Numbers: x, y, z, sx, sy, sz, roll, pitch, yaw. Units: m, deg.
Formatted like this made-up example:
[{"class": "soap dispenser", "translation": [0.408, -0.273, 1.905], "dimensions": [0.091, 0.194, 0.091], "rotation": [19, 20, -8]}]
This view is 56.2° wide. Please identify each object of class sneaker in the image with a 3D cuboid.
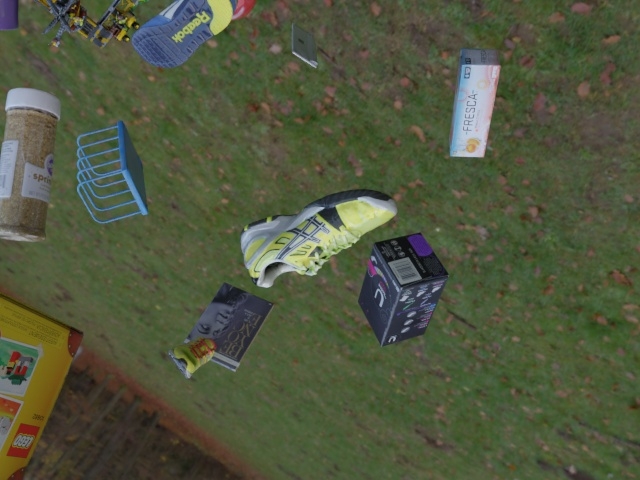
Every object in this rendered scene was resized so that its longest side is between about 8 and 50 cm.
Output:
[{"class": "sneaker", "translation": [-0.140, -0.230, 0.633], "dimensions": [0.144, 0.059, 0.053], "rotation": [-15, 133, 33]}, {"class": "sneaker", "translation": [-0.308, 0.275, 1.480], "dimensions": [0.081, 0.094, 0.208], "rotation": [54, 178, 1]}, {"class": "sneaker", "translation": [0.000, 0.000, 1.350], "dimensions": [0.385, 0.147, 0.145], "rotation": [-20, 155, 24]}]

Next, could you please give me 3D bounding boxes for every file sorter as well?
[{"class": "file sorter", "translation": [-0.422, -0.135, 1.208], "dimensions": [0.118, 0.105, 0.170], "rotation": [78, 172, -47]}]

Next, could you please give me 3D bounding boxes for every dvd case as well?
[{"class": "dvd case", "translation": [-0.250, 0.231, 1.645], "dimensions": [0.165, 0.221, 0.018], "rotation": [22, 148, 14]}]

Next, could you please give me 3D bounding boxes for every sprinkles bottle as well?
[{"class": "sprinkles bottle", "translation": [-0.703, -0.179, 1.436], "dimensions": [0.121, 0.355, 0.121], "rotation": [2, 171, 0]}]

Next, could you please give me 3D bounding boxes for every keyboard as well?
[{"class": "keyboard", "translation": [-0.044, -0.520, 1.586], "dimensions": [0.072, 0.256, 0.014], "rotation": [23, 121, -18]}]

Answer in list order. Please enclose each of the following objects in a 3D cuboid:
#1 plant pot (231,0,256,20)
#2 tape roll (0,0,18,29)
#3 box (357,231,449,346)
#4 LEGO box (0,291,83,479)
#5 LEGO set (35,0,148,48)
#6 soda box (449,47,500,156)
[{"class": "plant pot", "translation": [-0.117, -0.400, 0.776], "dimensions": [0.191, 0.174, 0.191], "rotation": [26, 158, 12]}, {"class": "tape roll", "translation": [-0.601, -0.405, 0.987], "dimensions": [0.189, 0.189, 0.080], "rotation": [23, 115, 25]}, {"class": "box", "translation": [0.212, 0.133, 1.600], "dimensions": [0.270, 0.144, 0.165], "rotation": [99, 152, -48]}, {"class": "LEGO box", "translation": [-0.720, 0.263, 1.119], "dimensions": [0.193, 0.372, 0.500], "rotation": [11, 158, 16]}, {"class": "LEGO set", "translation": [-0.543, -0.581, 1.283], "dimensions": [0.331, 0.255, 0.192], "rotation": [49, -174, 17]}, {"class": "soda box", "translation": [0.260, -0.231, 1.023], "dimensions": [0.063, 0.058, 0.183], "rotation": [3, 134, 6]}]
